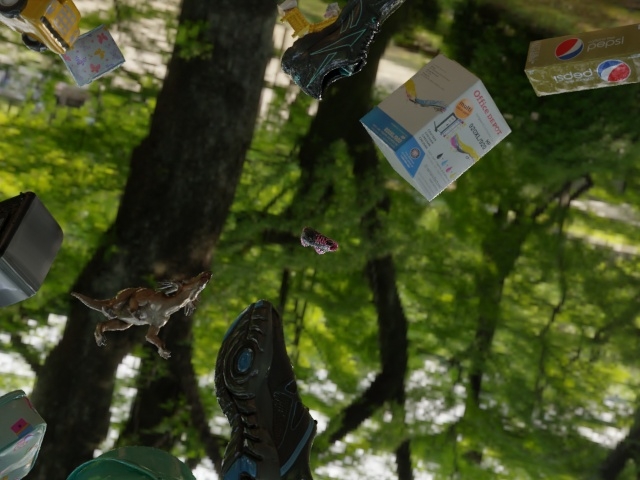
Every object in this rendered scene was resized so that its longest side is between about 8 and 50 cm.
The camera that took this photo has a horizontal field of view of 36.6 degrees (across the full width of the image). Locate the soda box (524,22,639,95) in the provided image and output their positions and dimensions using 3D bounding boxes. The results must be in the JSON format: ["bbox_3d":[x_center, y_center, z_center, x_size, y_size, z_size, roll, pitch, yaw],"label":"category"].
[{"bbox_3d":[0.386,-0.255,1.368,0.181,0.058,0.061,-3,145,32],"label":"soda box"}]

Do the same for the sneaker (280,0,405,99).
[{"bbox_3d":[0.060,-0.359,1.739,0.106,0.267,0.101,54,-173,18],"label":"sneaker"}]

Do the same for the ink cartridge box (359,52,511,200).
[{"bbox_3d":[0.244,-0.242,2.051,0.171,0.232,0.168,49,-179,-39],"label":"ink cartridge box"}]

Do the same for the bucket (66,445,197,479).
[{"bbox_3d":[-0.307,0.482,1.578,0.281,0.281,0.183,12,-168,-14],"label":"bucket"}]

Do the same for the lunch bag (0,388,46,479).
[{"bbox_3d":[-0.610,0.389,1.746,0.224,0.108,0.279,-34,167,-38],"label":"lunch bag"}]

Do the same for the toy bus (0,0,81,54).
[{"bbox_3d":[-0.472,-0.388,1.350,0.332,0.130,0.108,29,169,15],"label":"toy bus"}]

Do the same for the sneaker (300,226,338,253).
[{"bbox_3d":[0.000,0.000,2.239,0.057,0.047,0.119,6,168,33],"label":"sneaker"}]

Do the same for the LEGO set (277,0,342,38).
[{"bbox_3d":[0.012,-0.445,2.081,0.287,0.132,0.107,10,152,43],"label":"LEGO set"}]

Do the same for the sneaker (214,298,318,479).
[{"bbox_3d":[-0.081,0.259,1.517,0.139,0.341,0.125,22,143,-36],"label":"sneaker"}]

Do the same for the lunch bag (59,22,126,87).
[{"bbox_3d":[-0.359,-0.287,1.512,0.083,0.071,0.053,-36,-167,-23],"label":"lunch bag"}]

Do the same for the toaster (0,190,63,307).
[{"bbox_3d":[-0.541,0.025,1.622,0.168,0.186,0.110,-17,128,26],"label":"toaster"}]

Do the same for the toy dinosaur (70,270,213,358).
[{"bbox_3d":[-0.393,0.142,2.165,0.295,0.127,0.200,6,-145,13],"label":"toy dinosaur"}]
